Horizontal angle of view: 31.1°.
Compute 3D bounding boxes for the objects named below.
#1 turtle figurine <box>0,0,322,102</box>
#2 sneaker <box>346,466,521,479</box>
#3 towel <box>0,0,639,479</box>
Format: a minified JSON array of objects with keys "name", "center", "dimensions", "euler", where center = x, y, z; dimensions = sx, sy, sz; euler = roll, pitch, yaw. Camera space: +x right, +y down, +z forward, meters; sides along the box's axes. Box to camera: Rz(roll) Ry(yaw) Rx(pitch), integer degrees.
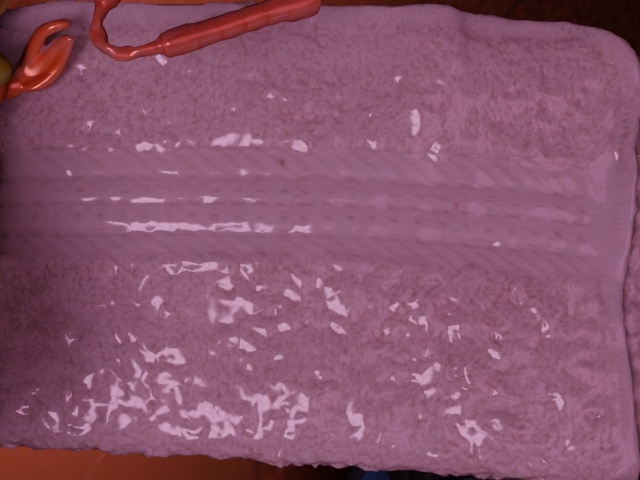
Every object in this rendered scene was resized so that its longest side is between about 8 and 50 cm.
[{"name":"turtle figurine","center":[-0.141,-0.135,0.427],"dimensions":[0.270,0.087,0.217],"euler":[-10,98,13]},{"name":"sneaker","center":[0.104,0.091,0.554],"dimensions":[0.140,0.125,0.340],"euler":[14,94,-25]},{"name":"towel","center":[0.000,0.000,0.466],"dimensions":[0.282,0.049,0.187],"euler":[2,84,3]}]
